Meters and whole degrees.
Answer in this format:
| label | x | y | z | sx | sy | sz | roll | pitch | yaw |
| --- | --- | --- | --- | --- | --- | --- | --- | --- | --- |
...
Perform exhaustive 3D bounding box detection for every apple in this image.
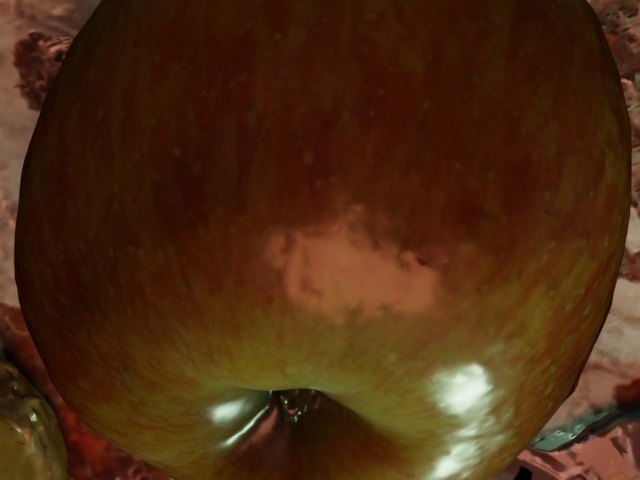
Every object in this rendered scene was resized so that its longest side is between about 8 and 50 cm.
| label | x | y | z | sx | sy | sz | roll | pitch | yaw |
| --- | --- | --- | --- | --- | --- | --- | --- | --- | --- |
| apple | 0.000 | 0.000 | 0.721 | 0.278 | 0.250 | 0.309 | -1 | 121 | -4 |

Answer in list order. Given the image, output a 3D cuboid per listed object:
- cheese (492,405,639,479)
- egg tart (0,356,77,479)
| label | x | y | z | sx | sy | sz | roll | pitch | yaw |
| --- | --- | --- | --- | --- | --- | --- | --- | --- | --- |
| cheese | 0.116 | 0.181 | 0.921 | 0.286 | 0.074 | 0.189 | -28 | 101 | -2 |
| egg tart | -0.274 | 0.156 | 0.866 | 0.290 | 0.115 | 0.290 | -3 | 119 | -5 |
